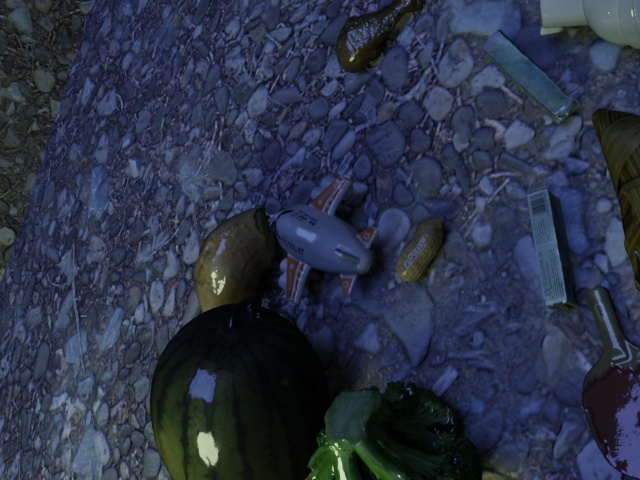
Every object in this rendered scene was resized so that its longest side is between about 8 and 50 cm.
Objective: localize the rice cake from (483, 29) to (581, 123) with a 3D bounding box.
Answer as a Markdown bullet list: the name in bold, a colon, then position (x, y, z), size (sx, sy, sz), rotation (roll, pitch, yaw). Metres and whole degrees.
- **rice cake**: position (0.309, -0.244, 1.016), size (0.043, 0.034, 0.211), rotation (-41, 50, 16)

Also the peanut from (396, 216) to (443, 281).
- **peanut**: position (0.156, 0.014, 1.064), size (0.054, 0.054, 0.113), rotation (38, 100, 45)

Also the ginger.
- **ginger**: position (-0.168, 0.055, 1.298), size (0.267, 0.152, 0.138), rotation (-56, 42, 22)

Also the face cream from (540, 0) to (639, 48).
- **face cream**: position (0.426, -0.310, 0.845), size (0.370, 0.145, 0.145), rotation (10, 83, 45)

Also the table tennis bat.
- **table tennis bat**: position (0.370, 0.167, 0.822), size (0.131, 0.022, 0.234), rotation (-31, 57, 34)

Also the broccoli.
- **broccoli**: position (0.082, 0.293, 0.903), size (0.261, 0.241, 0.269), rotation (-10, 44, 32)

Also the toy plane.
- **toy plane**: position (0.000, 0.000, 1.174), size (0.245, 0.117, 0.244), rotation (-16, 67, 41)

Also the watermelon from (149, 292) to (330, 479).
- **watermelon**: position (-0.124, 0.252, 1.062), size (0.279, 0.279, 0.359), rotation (37, 137, 45)

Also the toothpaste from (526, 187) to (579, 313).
- **toothpaste**: position (0.311, 0.012, 0.914), size (0.034, 0.046, 0.164), rotation (-20, 63, 36)

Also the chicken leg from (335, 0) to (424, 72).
- **chicken leg**: position (0.106, -0.395, 1.249), size (0.198, 0.069, 0.085), rotation (-37, 54, 21)

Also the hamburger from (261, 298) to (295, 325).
- **hamburger**: position (-0.105, 0.182, 1.250), size (0.133, 0.062, 0.140), rotation (-51, 45, 17)

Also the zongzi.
- **zongzi**: position (0.441, -0.111, 0.756), size (0.286, 0.134, 0.288), rotation (-43, 41, 42)
